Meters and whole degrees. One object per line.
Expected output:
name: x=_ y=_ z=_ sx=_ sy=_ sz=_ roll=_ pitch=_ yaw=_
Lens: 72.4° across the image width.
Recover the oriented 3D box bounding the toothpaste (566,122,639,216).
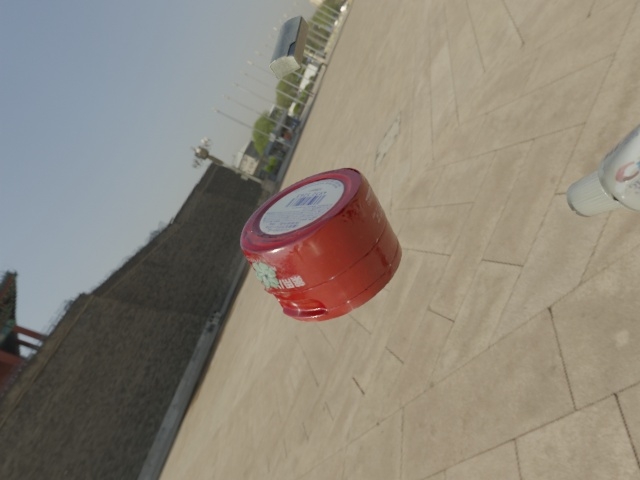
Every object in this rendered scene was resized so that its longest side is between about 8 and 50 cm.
toothpaste: x=0.324 y=-0.075 z=0.366 sx=0.282 sy=0.099 sz=0.069 roll=131 pitch=147 yaw=-75

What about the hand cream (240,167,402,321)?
hand cream: x=0.000 y=0.000 z=0.683 sx=0.230 sy=0.149 sz=0.230 roll=-23 pitch=25 yaw=12

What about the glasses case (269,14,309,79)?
glasses case: x=-0.078 y=-0.489 z=1.097 sx=0.070 sy=0.047 sz=0.205 roll=-17 pitch=45 yaw=26
